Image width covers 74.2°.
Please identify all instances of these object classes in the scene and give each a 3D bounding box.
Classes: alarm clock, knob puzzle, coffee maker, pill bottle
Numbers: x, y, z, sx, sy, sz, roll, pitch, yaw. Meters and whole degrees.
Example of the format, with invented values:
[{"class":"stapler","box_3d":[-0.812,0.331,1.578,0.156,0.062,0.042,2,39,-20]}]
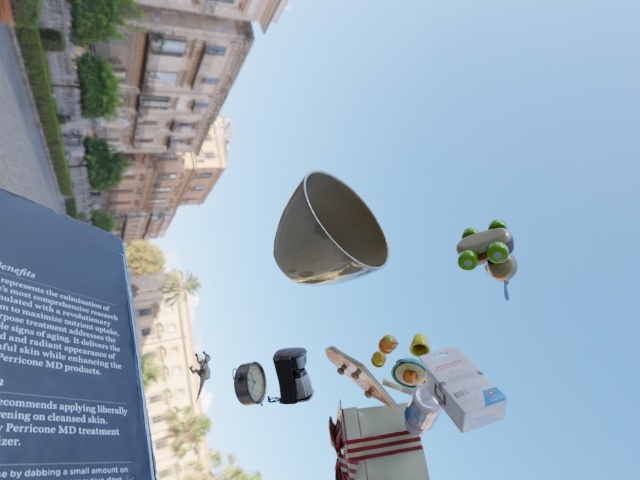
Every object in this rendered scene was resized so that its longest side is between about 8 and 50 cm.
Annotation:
[{"class":"alarm clock","box_3d":[-0.229,0.440,1.316,0.192,0.064,0.129,61,22,-51]},{"class":"knob puzzle","box_3d":[0.072,0.311,0.968,0.213,0.030,0.213,37,-20,16]},{"class":"coffee maker","box_3d":[-0.119,0.489,1.527,0.120,0.172,0.178,-168,-114,-74]},{"class":"pill bottle","box_3d":[0.281,0.470,1.165,0.087,0.087,0.160,55,-30,41]}]

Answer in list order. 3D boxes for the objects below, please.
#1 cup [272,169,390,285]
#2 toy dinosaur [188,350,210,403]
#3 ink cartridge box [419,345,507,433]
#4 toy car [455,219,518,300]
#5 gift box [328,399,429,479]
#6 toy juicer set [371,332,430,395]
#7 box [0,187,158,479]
[{"class":"cup","box_3d":[0.000,0.000,1.209,0.237,0.331,0.330,-39,-121,28]},{"class":"toy dinosaur","box_3d":[-0.385,0.429,1.386,0.183,0.053,0.092,-91,163,-51]},{"class":"ink cartridge box","box_3d":[0.302,0.318,0.923,0.180,0.104,0.060,-129,-150,-61]},{"class":"toy car","box_3d":[0.472,0.066,1.157,0.149,0.155,0.188,-20,-70,32]},{"class":"gift box","box_3d":[0.161,0.623,1.298,0.276,0.259,0.254,93,-10,-55]},{"class":"toy juicer set","box_3d":[0.287,0.477,1.530,0.089,0.210,0.328,-66,153,-57]},{"class":"box","box_3d":[-0.514,0.251,0.577,0.480,0.297,0.471,-40,-131,13]}]
